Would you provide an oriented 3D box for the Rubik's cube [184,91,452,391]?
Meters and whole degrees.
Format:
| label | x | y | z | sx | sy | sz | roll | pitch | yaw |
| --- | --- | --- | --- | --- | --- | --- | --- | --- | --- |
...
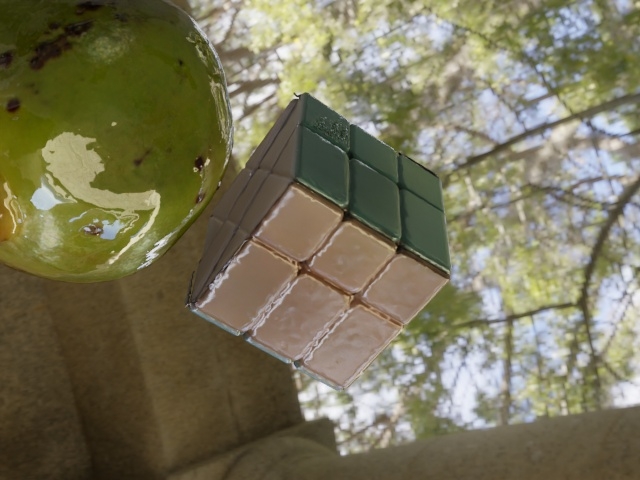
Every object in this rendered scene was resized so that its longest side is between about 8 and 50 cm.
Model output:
| label | x | y | z | sx | sy | sz | roll | pitch | yaw |
| --- | --- | --- | --- | --- | --- | --- | --- | --- | --- |
| Rubik's cube | 0.000 | 0.000 | 1.295 | 0.225 | 0.221 | 0.231 | 31 | -150 | -17 |

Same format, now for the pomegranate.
| label | x | y | z | sx | sy | sz | roll | pitch | yaw |
| --- | --- | --- | --- | --- | --- | --- | --- | --- | --- |
| pomegranate | -0.151 | -0.048 | 0.629 | 0.198 | 0.198 | 0.246 | 30 | -135 | -32 |
